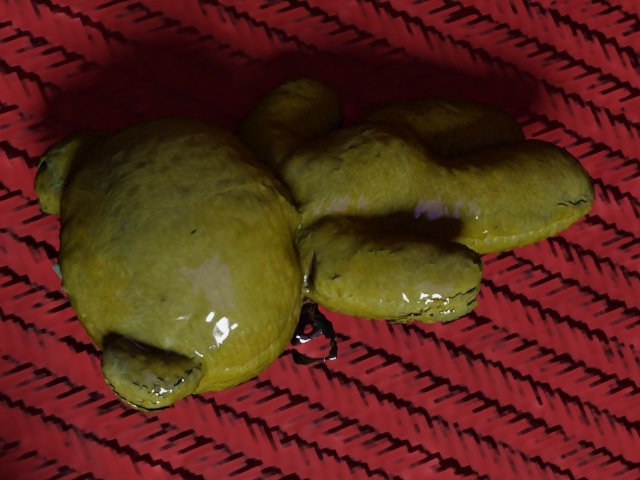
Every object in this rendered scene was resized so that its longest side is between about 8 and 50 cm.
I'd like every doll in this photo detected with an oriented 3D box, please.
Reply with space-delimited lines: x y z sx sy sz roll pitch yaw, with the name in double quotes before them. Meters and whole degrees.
"doll" 0.000 0.000 0.713 0.209 0.097 0.137 -11 47 -24
